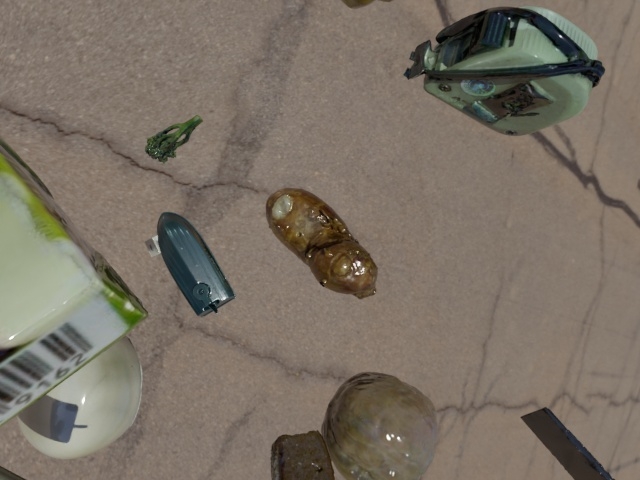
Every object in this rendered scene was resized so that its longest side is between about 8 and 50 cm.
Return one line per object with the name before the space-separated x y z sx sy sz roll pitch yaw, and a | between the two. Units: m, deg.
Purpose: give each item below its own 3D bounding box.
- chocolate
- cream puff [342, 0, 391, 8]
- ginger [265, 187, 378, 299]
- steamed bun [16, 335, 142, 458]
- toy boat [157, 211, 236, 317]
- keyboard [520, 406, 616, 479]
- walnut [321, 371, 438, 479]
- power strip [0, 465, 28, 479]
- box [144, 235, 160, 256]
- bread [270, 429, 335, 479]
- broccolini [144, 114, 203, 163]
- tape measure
chocolate | -0.369 0.041 0.393 0.301 0.137 0.289 -39 80 -28
cream puff | 0.133 -0.644 0.905 0.257 0.291 0.324 -31 161 -46
ginger | 0.000 0.000 1.248 0.176 0.418 0.254 -42 170 -1
steamed bun | -0.596 0.353 1.082 0.206 0.324 0.324 13 92 -57
toy boat | -0.273 0.046 0.951 0.093 0.103 0.246 -31 89 1
keyboard | 0.368 0.318 0.618 0.015 0.196 0.074 -32 159 -20
walnut | 0.118 0.396 0.950 0.248 0.248 0.248 -10 107 -37
power strip | -0.516 0.394 0.691 0.034 0.268 0.092 23 82 -73
box | -0.498 0.017 1.351 0.024 0.083 0.054 -31 100 -37
bread | -0.004 0.512 0.669 0.113 0.416 0.165 -7 139 -9
broccolini | -0.420 -0.291 1.277 0.091 0.203 0.068 48 33 -21
tape measure | 0.279 -0.251 0.672 0.235 0.207 0.115 22 80 -20
